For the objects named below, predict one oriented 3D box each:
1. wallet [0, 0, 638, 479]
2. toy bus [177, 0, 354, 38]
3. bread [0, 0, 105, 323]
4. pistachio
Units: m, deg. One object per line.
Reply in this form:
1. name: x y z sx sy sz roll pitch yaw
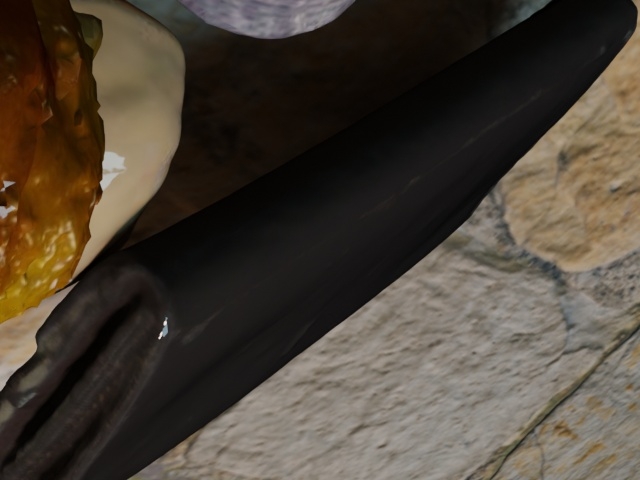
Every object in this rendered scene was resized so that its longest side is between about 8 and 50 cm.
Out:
1. wallet: -0.001 -0.001 0.902 0.406 0.062 0.228 -34 167 -45
2. toy bus: 0.053 -0.228 0.553 0.427 0.233 0.203 -18 147 -32
3. bread: -0.157 -0.145 0.327 0.185 0.109 0.380 -27 109 -36
4. pistachio: -0.155 -0.027 0.721 0.223 0.126 0.152 -33 134 3
